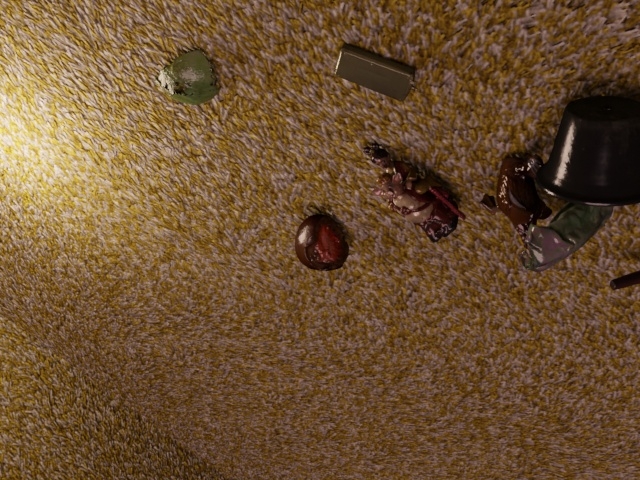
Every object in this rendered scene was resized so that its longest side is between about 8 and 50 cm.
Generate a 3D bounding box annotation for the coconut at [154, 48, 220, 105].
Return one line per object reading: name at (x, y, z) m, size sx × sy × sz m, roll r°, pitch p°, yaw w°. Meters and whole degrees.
coconut at (-0.282, -0.336, 1.824) m, size 0.133 × 0.055 × 0.158 m, roll 34°, pitch 141°, yaw -13°

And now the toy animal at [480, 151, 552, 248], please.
toy animal at (0.413, -0.082, 1.731) m, size 0.089 × 0.188 × 0.179 m, roll -13°, pitch 169°, yaw -24°

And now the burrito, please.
burrito at (0.492, -0.018, 1.711) m, size 0.089 × 0.229 × 0.143 m, roll 38°, pitch 150°, yaw 29°

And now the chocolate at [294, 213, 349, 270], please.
chocolate at (0.000, 0.000, 2.040) m, size 0.127 × 0.124 × 0.133 m, roll 5°, pitch 106°, yaw 21°

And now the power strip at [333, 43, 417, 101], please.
power strip at (0.112, -0.326, 1.680) m, size 0.169 × 0.028 × 0.076 m, roll 22°, pitch 141°, yaw 2°

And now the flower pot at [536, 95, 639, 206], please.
flower pot at (0.514, -0.175, 1.558) m, size 0.235 × 0.235 × 0.148 m, roll 5°, pitch 118°, yaw 19°

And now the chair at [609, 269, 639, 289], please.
chair at (0.804, 0.081, 1.775) m, size 0.327 × 0.183 × 0.175 m, roll -14°, pitch 151°, yaw -30°

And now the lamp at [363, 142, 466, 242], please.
lamp at (0.189, -0.103, 1.838) m, size 0.253 × 0.118 × 0.118 m, roll 39°, pitch 138°, yaw -22°
